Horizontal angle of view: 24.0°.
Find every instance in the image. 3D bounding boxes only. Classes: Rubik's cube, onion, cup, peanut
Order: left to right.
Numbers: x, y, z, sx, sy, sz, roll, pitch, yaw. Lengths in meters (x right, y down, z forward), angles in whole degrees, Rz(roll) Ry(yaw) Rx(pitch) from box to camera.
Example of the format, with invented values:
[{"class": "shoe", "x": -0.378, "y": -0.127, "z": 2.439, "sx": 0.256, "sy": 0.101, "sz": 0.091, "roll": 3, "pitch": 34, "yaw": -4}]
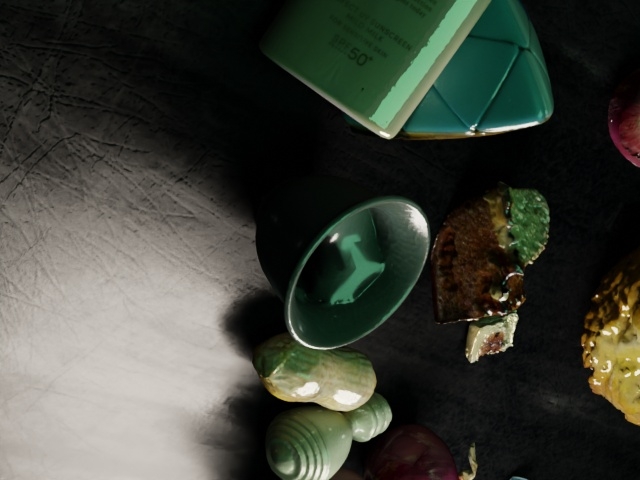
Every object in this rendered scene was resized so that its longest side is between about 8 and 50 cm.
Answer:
[{"class": "peanut", "x": -0.005, "y": 0.163, "z": 1.868, "sx": 0.206, "sy": 0.087, "sz": 0.087, "roll": 20, "pitch": 107, "yaw": -50}, {"class": "cup", "x": 0.000, "y": 0.000, "z": 1.675, "sx": 0.199, "sy": 0.150, "sz": 0.199, "roll": -26, "pitch": 137, "yaw": -27}, {"class": "onion", "x": 0.132, "y": 0.346, "z": 2.090, "sx": 0.153, "sy": 0.177, "sz": 0.177, "roll": 20, "pitch": 113, "yaw": -9}, {"class": "Rubik's cube", "x": 0.163, "y": -0.214, "z": 1.598, "sx": 0.254, "sy": 0.254, "sz": 0.254, "roll": -26, "pitch": 138, "yaw": -26}, {"class": "onion", "x": 0.446, "y": -0.164, "z": 2.024, "sx": 0.150, "sy": 0.140, "sz": 0.150, "roll": 0, "pitch": 90, "yaw": -13}]

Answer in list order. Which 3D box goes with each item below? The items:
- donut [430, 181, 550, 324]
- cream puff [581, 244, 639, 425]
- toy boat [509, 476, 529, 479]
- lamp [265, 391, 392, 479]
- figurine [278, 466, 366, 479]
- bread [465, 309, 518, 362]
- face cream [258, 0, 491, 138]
[{"class": "donut", "x": 0.220, "y": 0.013, "z": 1.945, "sx": 0.126, "sy": 0.144, "sz": 0.187, "roll": -9, "pitch": 98, "yaw": -48}, {"class": "cream puff", "x": 0.523, "y": 0.113, "z": 2.224, "sx": 0.327, "sy": 0.231, "sz": 0.343, "roll": -45, "pitch": 150, "yaw": 4}, {"class": "toy boat", "x": 0.320, "y": 0.440, "z": 2.457, "sx": 0.061, "sy": 0.060, "sz": 0.137, "roll": -43, "pitch": 145, "yaw": -49}, {"class": "lamp", "x": 0.009, "y": 0.254, "z": 1.958, "sx": 0.193, "sy": 0.106, "sz": 0.106, "roll": -20, "pitch": 135, "yaw": -46}, {"class": "figurine", "x": 0.004, "y": 0.378, "z": 2.000, "sx": 0.173, "sy": 0.173, "sz": 0.173, "roll": -26, "pitch": 138, "yaw": -26}, {"class": "bread", "x": 0.241, "y": 0.131, "z": 2.123, "sx": 0.083, "sy": 0.035, "sz": 0.070, "roll": -15, "pitch": 131, "yaw": -32}, {"class": "face cream", "x": 0.102, "y": -0.289, "z": 1.521, "sx": 0.348, "sy": 0.173, "sz": 0.081, "roll": -54, "pitch": 178, "yaw": 8}]
